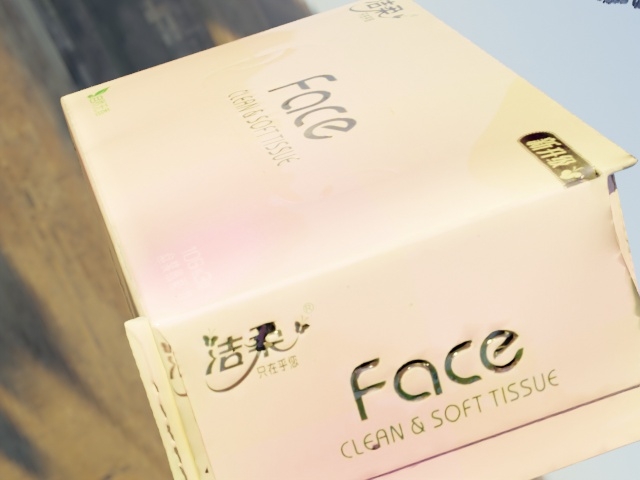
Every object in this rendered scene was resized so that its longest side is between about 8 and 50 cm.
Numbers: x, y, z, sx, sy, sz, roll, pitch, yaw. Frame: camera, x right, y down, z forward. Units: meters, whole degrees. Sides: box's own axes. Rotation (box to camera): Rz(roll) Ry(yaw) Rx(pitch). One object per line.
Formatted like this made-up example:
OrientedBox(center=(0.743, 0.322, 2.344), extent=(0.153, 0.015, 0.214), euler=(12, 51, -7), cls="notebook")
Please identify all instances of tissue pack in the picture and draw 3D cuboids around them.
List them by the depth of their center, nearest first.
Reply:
OrientedBox(center=(0.000, 0.000, 0.609), extent=(0.246, 0.148, 0.092), euler=(-126, -162, -66), cls="tissue pack")

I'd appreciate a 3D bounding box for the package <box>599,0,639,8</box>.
OrientedBox(center=(0.124, -0.183, 0.712), extent=(0.269, 0.071, 0.194), euler=(24, 73, -63), cls="package")
